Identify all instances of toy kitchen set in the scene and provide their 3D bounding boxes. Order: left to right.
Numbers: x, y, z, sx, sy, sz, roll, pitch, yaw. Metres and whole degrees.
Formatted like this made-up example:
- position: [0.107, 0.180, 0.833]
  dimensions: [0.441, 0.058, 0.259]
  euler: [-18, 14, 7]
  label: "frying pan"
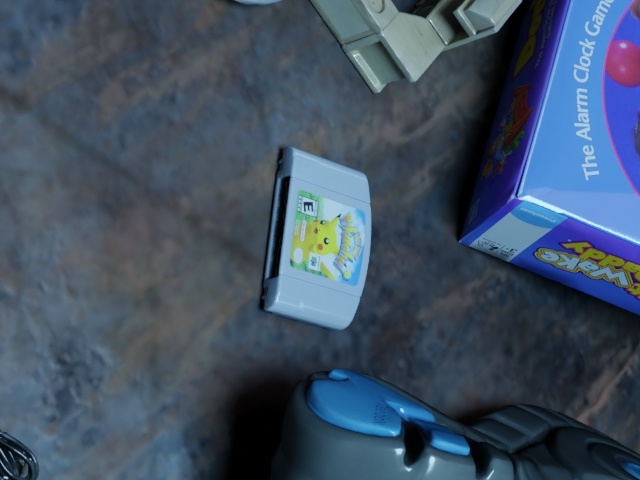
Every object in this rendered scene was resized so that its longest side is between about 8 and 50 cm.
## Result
- position: [0.052, -0.134, 0.753]
  dimensions: [0.075, 0.068, 0.083]
  euler: [53, 54, -19]
  label: "toy kitchen set"

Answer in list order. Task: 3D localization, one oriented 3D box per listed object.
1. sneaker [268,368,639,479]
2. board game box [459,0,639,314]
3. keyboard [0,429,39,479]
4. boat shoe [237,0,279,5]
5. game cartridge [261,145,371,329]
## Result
- position: [0.091, 0.159, 0.729]
  dimensions: [0.341, 0.125, 0.139]
  euler: [18, 99, -39]
  label: "sneaker"
- position: [0.240, -0.119, 0.843]
  dimensions: [0.233, 0.078, 0.347]
  euler: [22, 67, -9]
  label: "board game box"
- position: [-0.163, 0.092, 0.570]
  dimensions: [0.108, 0.023, 0.180]
  euler: [-32, 104, -38]
  label: "keyboard"
- position: [-0.043, -0.247, 0.682]
  dimensions: [0.096, 0.088, 0.267]
  euler: [-11, 90, -40]
  label: "boat shoe"
- position: [0.000, 0.000, 0.723]
  dimensions: [0.056, 0.017, 0.083]
  euler: [18, 71, -40]
  label: "game cartridge"
